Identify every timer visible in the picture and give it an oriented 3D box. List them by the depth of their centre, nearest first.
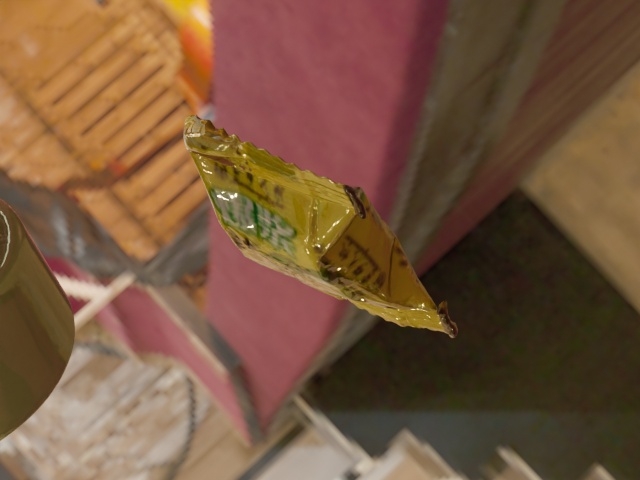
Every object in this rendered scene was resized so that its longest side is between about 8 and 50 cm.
[{"bbox_3d":[-0.390,0.000,1.455,0.291,0.291,0.315,38,150,44],"label":"timer"}]

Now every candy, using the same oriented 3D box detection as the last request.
[{"bbox_3d":[0.000,0.000,1.411,0.187,0.081,0.297,20,160,30],"label":"candy"}]
